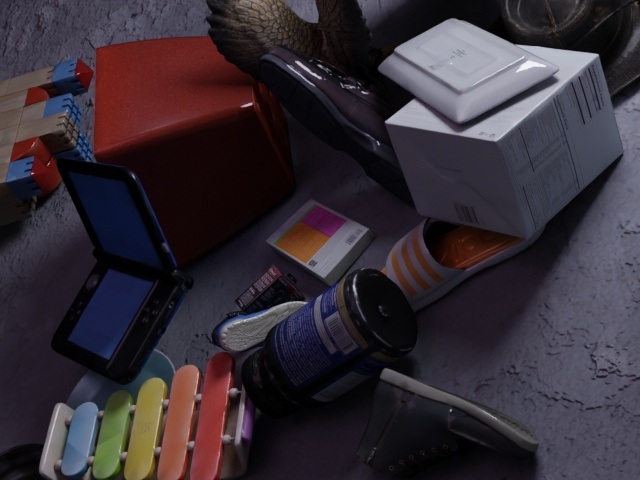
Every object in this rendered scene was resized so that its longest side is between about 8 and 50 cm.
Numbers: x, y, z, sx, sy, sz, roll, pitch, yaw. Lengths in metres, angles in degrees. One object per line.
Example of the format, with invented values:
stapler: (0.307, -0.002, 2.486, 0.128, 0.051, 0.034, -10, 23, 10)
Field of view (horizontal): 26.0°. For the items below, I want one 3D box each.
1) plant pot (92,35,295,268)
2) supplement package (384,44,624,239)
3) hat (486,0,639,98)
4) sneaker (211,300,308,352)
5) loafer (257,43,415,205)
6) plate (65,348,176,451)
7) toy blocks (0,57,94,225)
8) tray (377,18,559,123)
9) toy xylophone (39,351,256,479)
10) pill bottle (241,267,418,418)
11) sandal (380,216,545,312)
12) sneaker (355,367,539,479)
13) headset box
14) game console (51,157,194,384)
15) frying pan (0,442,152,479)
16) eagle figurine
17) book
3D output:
plant pot: (-0.180, -0.156, 2.103, 0.235, 0.267, 0.267, -17, 44, 9)
supplement package: (0.233, -0.130, 1.742, 0.203, 0.149, 0.194, -39, 33, -27)
hat: (0.321, -0.318, 1.896, 0.331, 0.134, 0.331, -24, 43, 24)
sneaker: (-0.074, 0.116, 1.877, 0.152, 0.058, 0.084, -16, 6, -20)
loafer: (0.051, -0.174, 1.919, 0.095, 0.302, 0.109, -49, -4, -22)
plate: (-0.284, 0.236, 1.987, 0.188, 0.024, 0.188, -16, 47, 18)
toy blocks: (-0.529, -0.173, 2.491, 0.260, 0.191, 0.381, -13, 46, 17)
tray: (0.177, -0.227, 1.757, 0.145, 0.030, 0.270, -30, 28, -8)
toy xylophone: (-0.217, 0.284, 1.829, 0.322, 0.081, 0.236, -18, 46, 15)
pill bottle: (0.006, 0.137, 1.747, 0.219, 0.122, 0.123, -35, 38, 31)
sandal: (0.160, 0.004, 1.784, 0.265, 0.076, 0.102, -30, 40, 16)
sneaker: (0.145, 0.238, 1.601, 0.222, 0.083, 0.118, 19, 88, 41)
headset box: (-0.067, 0.079, 1.925, 0.083, 0.062, 0.032, -44, 39, 0)
game console: (-0.323, 0.038, 1.961, 0.293, 0.173, 0.250, 11, 69, 59)
frying pan: (-0.378, 0.350, 1.959, 0.326, 0.053, 0.197, -26, 42, 5)
eagle figurine: (0.003, -0.293, 1.982, 0.226, 0.298, 0.225, -51, 60, 16)
book: (0.000, 0.000, 1.964, 0.096, 0.035, 0.144, -48, 39, -10)
